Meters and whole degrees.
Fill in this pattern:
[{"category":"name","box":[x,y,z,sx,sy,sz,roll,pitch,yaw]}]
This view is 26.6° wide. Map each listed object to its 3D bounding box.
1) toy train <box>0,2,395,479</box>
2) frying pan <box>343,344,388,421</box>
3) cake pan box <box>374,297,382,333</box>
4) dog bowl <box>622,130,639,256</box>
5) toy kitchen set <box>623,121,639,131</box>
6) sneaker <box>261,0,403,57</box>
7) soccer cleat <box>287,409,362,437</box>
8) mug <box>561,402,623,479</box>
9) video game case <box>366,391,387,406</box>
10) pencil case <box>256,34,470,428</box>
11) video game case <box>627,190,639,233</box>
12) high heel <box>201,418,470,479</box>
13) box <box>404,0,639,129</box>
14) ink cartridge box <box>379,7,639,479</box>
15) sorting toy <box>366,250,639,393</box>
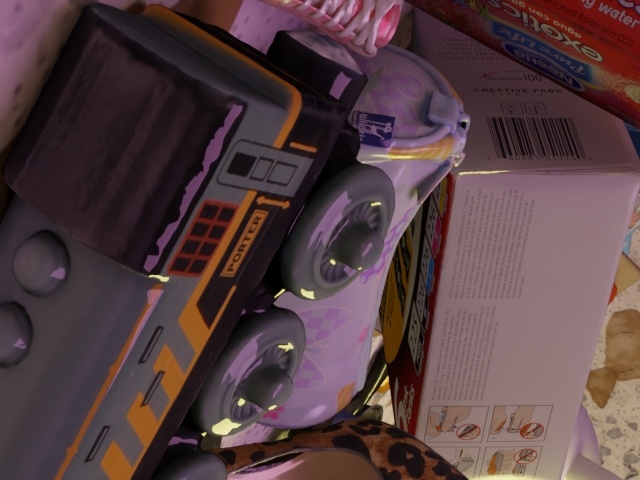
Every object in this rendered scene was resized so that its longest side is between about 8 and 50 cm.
[{"category":"toy train","box":[-0.096,0.039,0.663,0.334,0.142,0.190,-60,152,11]},{"category":"frying pan","box":[0.007,0.224,1.441,0.197,0.053,0.326,-50,160,-28]},{"category":"cake pan box","box":[0.129,-0.030,1.312,0.245,0.070,0.267,-62,163,7]},{"category":"dog bowl","box":[0.374,-0.057,1.843,0.297,0.166,0.074,-60,152,5]},{"category":"toy kitchen set","box":[0.306,-0.227,1.453,0.166,0.122,0.207,-9,108,-69]},{"category":"sneaker","box":[0.007,-0.138,0.738,0.051,0.070,0.134,-59,163,10]},{"category":"soccer cleat","box":[-0.012,0.289,1.276,0.093,0.121,0.289,-48,-167,56]},{"category":"mug","box":[0.311,0.329,1.969,0.276,0.374,0.328,-59,158,-16]},{"category":"video game case","box":[0.091,0.148,1.624,0.122,0.011,0.087,-45,159,-39]},{"category":"pencil case","box":[0.000,0.000,0.875,0.113,0.124,0.273,-95,-160,-47]},{"category":"video game case","box":[0.257,0.001,1.494,0.201,0.023,0.183,-45,144,22]},{"category":"high heel","box":[-0.027,0.184,0.898,0.186,0.261,0.093,-33,130,-62]},{"category":"box","box":[0.171,-0.168,0.828,0.128,0.257,0.122,-57,163,-6]},{"category":"ink cartridge box","box":[0.124,-0.012,1.040,0.271,0.130,0.309,-96,-172,-50]},{"category":"sorting toy","box":[0.211,0.099,1.535,0.307,0.041,0.229,-38,146,14]}]
